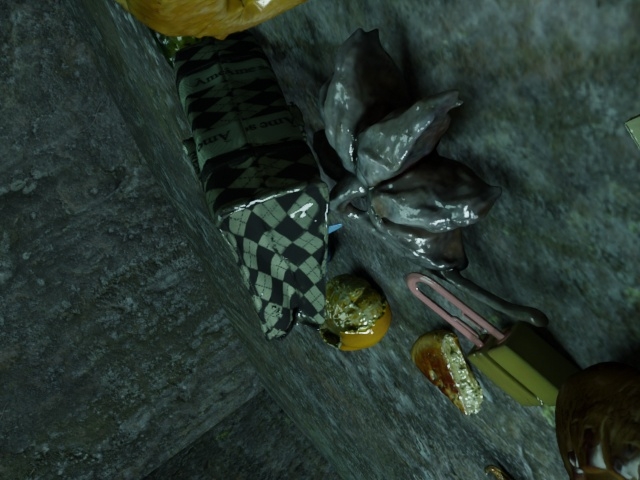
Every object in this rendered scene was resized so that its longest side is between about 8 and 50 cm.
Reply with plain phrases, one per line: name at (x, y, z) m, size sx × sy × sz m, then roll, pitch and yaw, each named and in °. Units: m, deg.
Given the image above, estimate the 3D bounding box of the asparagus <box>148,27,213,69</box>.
asparagus at (-0.281, -0.439, 0.964) m, size 0.128 × 0.108 × 0.382 m, roll 22°, pitch 142°, yaw 56°

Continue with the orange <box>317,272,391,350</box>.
orange at (0.056, 0.137, 1.001) m, size 0.156 × 0.134 × 0.157 m, roll 36°, pitch 158°, yaw 17°

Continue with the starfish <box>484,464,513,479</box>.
starfish at (0.338, 0.490, 0.920) m, size 0.146 × 0.074 × 0.190 m, roll 105°, pitch 154°, yaw -45°

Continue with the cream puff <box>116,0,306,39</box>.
cream puff at (-0.045, -0.286, 0.329) m, size 0.231 × 0.327 × 0.343 m, roll 65°, pitch -160°, yaw -10°

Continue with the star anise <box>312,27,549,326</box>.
star anise at (0.085, -0.072, 0.608) m, size 0.359 × 0.139 × 0.316 m, roll 36°, pitch 160°, yaw 52°

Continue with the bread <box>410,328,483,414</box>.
bread at (0.197, 0.201, 0.880) m, size 0.136 × 0.054 × 0.154 m, roll 6°, pitch 120°, yaw 63°

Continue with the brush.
brush at (0.203, 0.114, 0.670) m, size 0.233 × 0.047 × 0.103 m, roll 41°, pitch 157°, yaw 4°

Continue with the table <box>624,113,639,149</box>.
table at (0.256, -0.070, 0.327) m, size 0.079 × 0.062 × 0.083 m, roll 58°, pitch 160°, yaw -2°

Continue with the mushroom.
mushroom at (0.328, 0.214, 0.472) m, size 0.253 × 0.153 × 0.253 m, roll 42°, pitch 163°, yaw 16°

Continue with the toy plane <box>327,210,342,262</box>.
toy plane at (-0.008, 0.001, 1.021) m, size 0.246 × 0.078 × 0.169 m, roll 97°, pitch 163°, yaw -65°

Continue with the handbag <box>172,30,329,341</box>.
handbag at (-0.098, -0.080, 0.813) m, size 0.317 × 0.180 × 0.416 m, roll 80°, pitch 171°, yaw -46°
